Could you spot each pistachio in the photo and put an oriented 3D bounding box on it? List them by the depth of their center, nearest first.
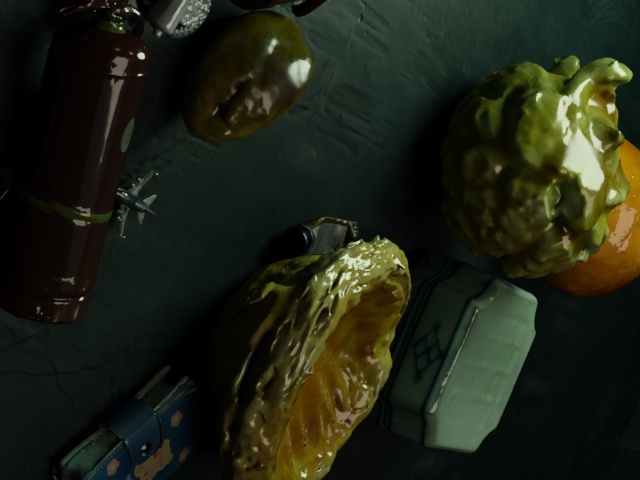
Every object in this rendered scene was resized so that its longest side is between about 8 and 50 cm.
[{"bbox_3d":[-0.075,-0.187,1.465,0.189,0.100,0.110,-45,128,-30],"label":"pistachio"}]

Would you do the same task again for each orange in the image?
[{"bbox_3d":[0.463,-0.044,2.285,0.284,0.226,0.284,-38,137,-48],"label":"orange"}]

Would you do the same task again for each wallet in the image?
[{"bbox_3d":[-0.220,0.253,1.585,0.202,0.059,0.141,-41,140,-35],"label":"wallet"}]

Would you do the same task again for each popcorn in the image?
[{"bbox_3d":[0.308,-0.118,1.959,0.279,0.274,0.336,-5,77,-22],"label":"popcorn"}]

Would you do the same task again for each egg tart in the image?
[{"bbox_3d":[-0.027,0.153,1.709,0.388,0.169,0.388,-45,149,-37],"label":"egg tart"}]

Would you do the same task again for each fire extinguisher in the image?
[{"bbox_3d":[-0.240,-0.092,1.266,0.141,0.105,0.341,-12,123,-56],"label":"fire extinguisher"}]

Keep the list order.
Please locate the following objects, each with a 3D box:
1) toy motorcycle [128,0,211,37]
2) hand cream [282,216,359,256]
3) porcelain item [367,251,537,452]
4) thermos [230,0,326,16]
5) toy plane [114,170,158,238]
[{"bbox_3d":[-0.137,-0.324,1.285,0.171,0.110,0.260,8,112,-42],"label":"toy motorcycle"},{"bbox_3d":[0.000,0.000,1.781,0.163,0.039,0.062,2,107,-64],"label":"hand cream"},{"bbox_3d":[0.196,0.174,2.082,0.286,0.157,0.281,19,92,-59],"label":"porcelain item"},{"bbox_3d":[-0.009,-0.318,1.489,0.232,0.099,0.124,-24,90,-49],"label":"thermos"},{"bbox_3d":[-0.203,-0.042,1.433,0.079,0.031,0.083,-64,150,-3],"label":"toy plane"}]
